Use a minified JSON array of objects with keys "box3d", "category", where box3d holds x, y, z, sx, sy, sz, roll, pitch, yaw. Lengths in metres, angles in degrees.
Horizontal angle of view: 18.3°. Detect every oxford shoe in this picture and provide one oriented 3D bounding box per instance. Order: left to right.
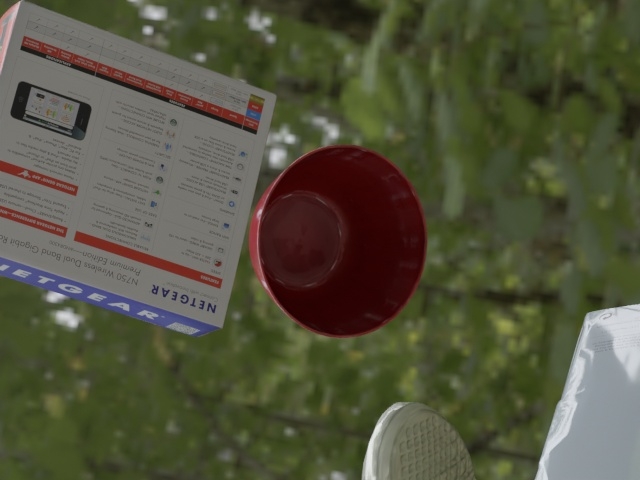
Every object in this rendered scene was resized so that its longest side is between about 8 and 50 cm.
[{"box3d":[0.086,0.308,1.989,0.169,0.130,0.449,-59,-28,-27],"category":"oxford shoe"}]

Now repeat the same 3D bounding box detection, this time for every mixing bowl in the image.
[{"box3d":[0.000,0.000,1.897,0.181,0.098,0.181,0,-89,-28],"category":"mixing bowl"}]

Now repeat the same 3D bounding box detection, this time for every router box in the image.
[{"box3d":[-0.244,-0.080,2.313,0.335,0.082,0.301,20,-108,-21],"category":"router box"}]

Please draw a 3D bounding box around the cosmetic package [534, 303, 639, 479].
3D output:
[{"box3d":[0.236,0.267,1.249,0.377,0.097,0.284,69,-152,-24],"category":"cosmetic package"}]
